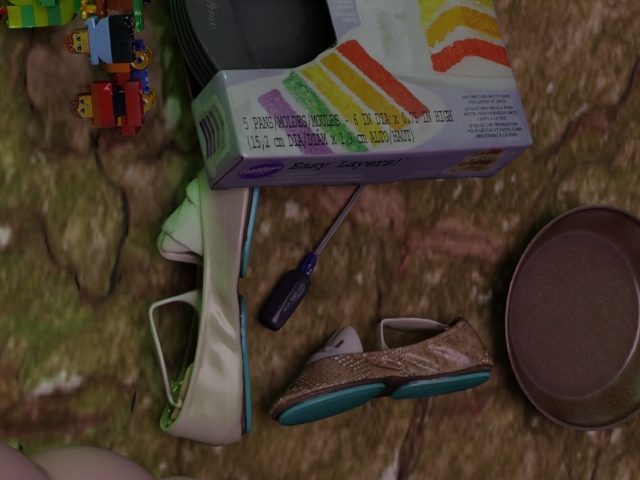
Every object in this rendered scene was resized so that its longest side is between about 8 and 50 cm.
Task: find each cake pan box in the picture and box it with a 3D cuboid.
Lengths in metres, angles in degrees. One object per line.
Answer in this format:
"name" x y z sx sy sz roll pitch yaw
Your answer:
"cake pan box" 0.010 -0.165 1.123 0.267 0.070 0.245 -3 70 -30

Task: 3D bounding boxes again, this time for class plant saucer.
"plant saucer" 0.233 0.067 1.319 0.199 0.036 0.198 -2 93 -30

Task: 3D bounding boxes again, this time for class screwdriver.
"screwdriver" 0.000 0.000 1.197 0.025 0.024 0.170 29 69 2

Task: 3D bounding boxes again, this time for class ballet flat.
"ballet flat" -0.087 0.031 1.117 0.086 0.086 0.248 1 92 -30
"ballet flat" 0.043 0.099 1.206 0.206 0.073 0.067 -6 68 -32

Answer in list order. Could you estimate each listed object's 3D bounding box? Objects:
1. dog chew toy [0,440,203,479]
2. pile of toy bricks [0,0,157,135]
"dog chew toy" -0.181 0.228 1.003 0.332 0.206 0.206 5 89 -37
"pile of toy bricks" -0.178 -0.173 1.050 0.105 0.118 0.212 -3 104 2
